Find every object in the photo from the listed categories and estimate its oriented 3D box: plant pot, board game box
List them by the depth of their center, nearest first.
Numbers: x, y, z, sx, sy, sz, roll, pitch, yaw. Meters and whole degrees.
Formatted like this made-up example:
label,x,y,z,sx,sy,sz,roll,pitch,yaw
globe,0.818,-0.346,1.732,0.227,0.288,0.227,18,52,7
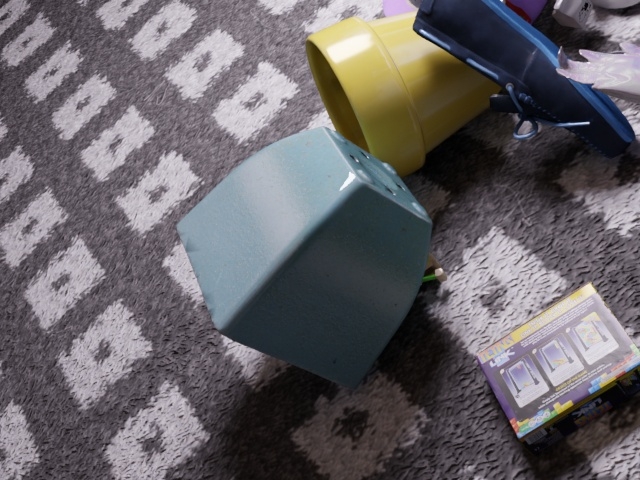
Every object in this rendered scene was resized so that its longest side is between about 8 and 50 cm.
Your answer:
label,x,y,z,sx,sy,sz,roll,pitch,yaw
board game box,0.285,0.150,1.175,0.170,0.048,0.141,-34,39,10
plant pot,0.000,0.000,1.330,0.252,0.248,0.247,-50,38,16
plant pot,0.136,-0.237,1.500,0.239,0.254,0.254,-25,41,-4

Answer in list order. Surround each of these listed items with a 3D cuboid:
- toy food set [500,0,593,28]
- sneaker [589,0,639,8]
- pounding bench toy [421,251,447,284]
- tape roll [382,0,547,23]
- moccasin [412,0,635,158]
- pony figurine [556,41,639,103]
label,x,y,z,sx,sy,sz,roll,pitch,yaw
toy food set,0.321,-0.342,1.479,0.111,0.104,0.232,23,88,40
sneaker,0.416,-0.467,1.555,0.106,0.123,0.290,-33,43,8
pounding bench toy,0.131,0.043,1.385,0.065,0.052,0.083,-38,41,5
tape roll,0.245,-0.424,1.677,0.275,0.090,0.274,-22,44,23
moccasin,0.275,-0.225,1.366,0.342,0.138,0.117,44,113,9
pony figurine,0.480,-0.222,1.122,0.351,0.303,0.363,24,111,21
